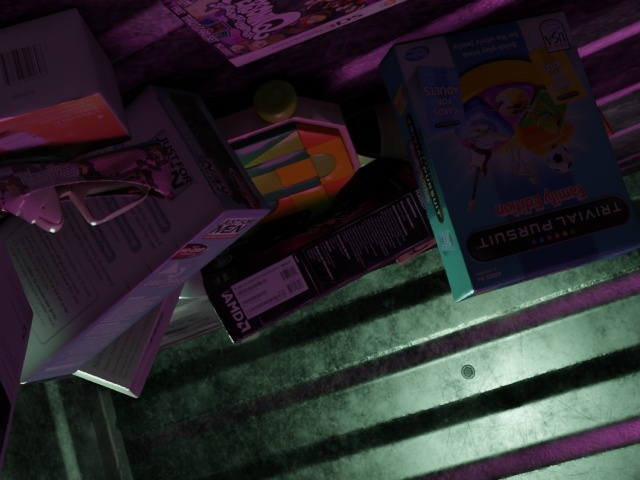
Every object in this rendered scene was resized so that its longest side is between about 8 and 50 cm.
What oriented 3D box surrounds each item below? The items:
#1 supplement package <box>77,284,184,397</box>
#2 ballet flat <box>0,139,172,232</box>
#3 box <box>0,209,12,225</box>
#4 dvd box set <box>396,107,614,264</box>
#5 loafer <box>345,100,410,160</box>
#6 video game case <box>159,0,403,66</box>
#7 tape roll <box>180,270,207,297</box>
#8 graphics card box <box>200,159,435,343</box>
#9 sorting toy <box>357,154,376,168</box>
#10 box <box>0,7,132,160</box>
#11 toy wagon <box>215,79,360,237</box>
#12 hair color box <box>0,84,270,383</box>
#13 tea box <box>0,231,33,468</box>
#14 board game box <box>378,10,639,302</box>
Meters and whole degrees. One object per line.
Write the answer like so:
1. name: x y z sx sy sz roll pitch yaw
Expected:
1. supplement package: -0.364 0.093 1.637 0.262 0.199 0.198 21 167 -1
2. ballet flat: -0.256 -0.052 1.137 0.221 0.079 0.077 -11 171 -27
3. box: -0.518 -0.031 1.369 0.242 0.077 0.307 -19 170 13
4. dvd box set: 0.300 -0.102 1.959 0.420 0.062 0.307 -32 -177 4
5. loafer: 0.128 -0.160 1.591 0.092 0.102 0.268 -8 179 -39
6. video game case: -0.028 -0.251 1.069 0.210 0.042 0.232 -20 170 10
7. tape roll: -0.190 0.010 1.847 0.219 0.072 0.219 -11 -152 6
8. graphics card box: 0.000 0.000 1.641 0.371 0.094 0.233 -28 -162 -2
9. sorting toy: 0.184 -0.148 1.887 0.257 0.089 0.255 -16 171 -9
10. box: -0.275 -0.145 1.094 0.130 0.091 0.170 -17 170 -1
11. toy wagon: -0.121 -0.086 1.500 0.344 0.068 0.267 -19 150 4
12. hair color box: -0.263 -0.002 1.363 0.374 0.185 0.113 -38 164 23
13. tea box: -0.495 0.084 1.116 0.323 0.220 0.329 5 150 -3
14. board game box: 0.251 -0.115 1.444 0.253 0.336 0.079 -15 170 -16
